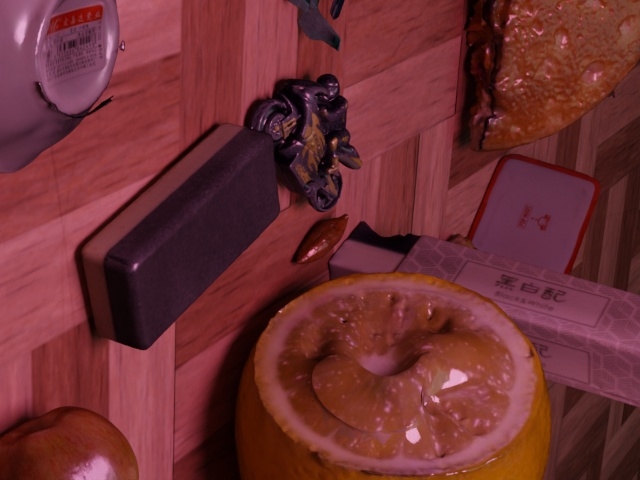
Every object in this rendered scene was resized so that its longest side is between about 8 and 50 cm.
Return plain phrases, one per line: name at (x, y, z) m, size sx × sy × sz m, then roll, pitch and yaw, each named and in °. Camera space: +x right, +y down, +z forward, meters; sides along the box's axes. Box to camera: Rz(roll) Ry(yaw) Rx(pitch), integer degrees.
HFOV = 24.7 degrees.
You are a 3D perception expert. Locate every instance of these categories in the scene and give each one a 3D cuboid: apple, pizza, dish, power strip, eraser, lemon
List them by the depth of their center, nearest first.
dish at (-0.211, -0.154, 1.124) m, size 0.229 × 0.081 × 0.229 m, roll -38°, pitch 135°, yaw -51°
apple at (-0.220, 0.197, 1.245) m, size 0.126 × 0.126 × 0.102 m, roll -31°, pitch 101°, yaw -55°
power strip at (-0.125, -0.012, 1.386) m, size 0.256 × 0.070 × 0.105 m, roll -46°, pitch 144°, yaw -43°
lemon at (0.077, 0.237, 1.616) m, size 0.364 × 0.364 × 0.364 m, roll -39°, pitch 136°, yaw -51°
eraser at (0.210, 0.080, 1.714) m, size 0.098 × 0.404 × 0.096 m, roll -51°, pitch 147°, yaw -40°
pizza at (0.313, -0.295, 1.962) m, size 0.278 × 0.114 × 0.408 m, roll 30°, pitch 96°, yaw -24°

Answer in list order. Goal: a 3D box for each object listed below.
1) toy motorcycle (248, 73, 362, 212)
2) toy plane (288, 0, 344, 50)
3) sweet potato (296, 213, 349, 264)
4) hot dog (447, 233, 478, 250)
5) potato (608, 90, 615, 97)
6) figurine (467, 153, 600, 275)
toy motorcycle at (-0.008, -0.116, 1.571) m, size 0.124 × 0.061 × 0.193 m, roll -61°, pitch 143°, yaw -14°
toy plane at (0.009, -0.305, 1.476) m, size 0.060 × 0.096 × 0.235 m, roll -41°, pitch 156°, yaw -45°
sweet potato at (0.000, 0.000, 1.682) m, size 0.095 × 0.034 × 0.034 m, roll -41°, pitch 139°, yaw -34°
hot dog at (0.188, 0.034, 2.038) m, size 0.169 × 0.061 × 0.078 m, roll -28°, pitch 126°, yaw -57°
potato at (0.376, -0.357, 2.158) m, size 0.239 × 0.116 × 0.299 m, roll -29°, pitch 118°, yaw -65°
figurine at (0.328, 0.012, 2.236) m, size 0.226 × 0.160 × 0.183 m, roll 70°, pitch 42°, yaw -63°
